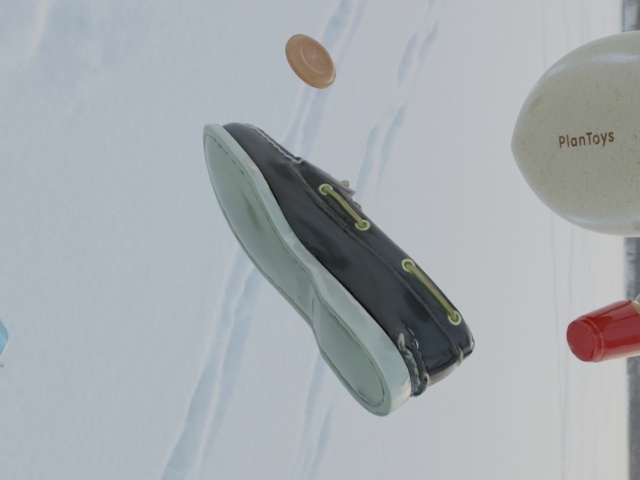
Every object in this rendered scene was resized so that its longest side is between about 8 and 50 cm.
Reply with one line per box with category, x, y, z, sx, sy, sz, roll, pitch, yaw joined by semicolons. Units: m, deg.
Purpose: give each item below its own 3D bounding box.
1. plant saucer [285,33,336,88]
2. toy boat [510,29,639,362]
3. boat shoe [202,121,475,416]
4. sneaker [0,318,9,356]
plant saucer;-0.011;-0.245;0.877;0.084;0.013;0.083;21;56;-33
toy boat;0.305;-0.037;0.624;0.148;0.267;0.318;-11;104;-20
boat shoe;0.000;0.000;0.403;0.069;0.227;0.081;-25;149;-22
sneaker;-0.435;0.100;0.674;0.092;0.229;0.087;61;34;-46
